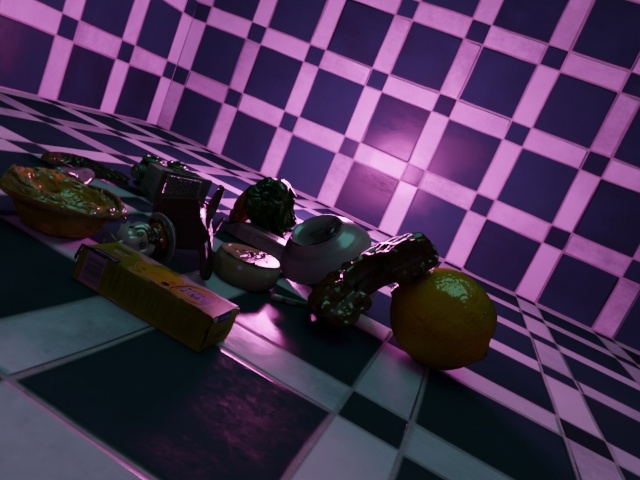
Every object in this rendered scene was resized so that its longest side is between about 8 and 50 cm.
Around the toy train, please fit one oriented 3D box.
[{"bbox_3d":[-0.565,-0.220,1.870,0.201,0.145,0.266,34,15,31],"label":"toy train"}]

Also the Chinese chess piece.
[{"bbox_3d":[-0.203,0.070,1.393,0.188,0.083,0.188,20,12,-4],"label":"Chinese chess piece"}]

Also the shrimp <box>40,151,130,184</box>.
[{"bbox_3d":[-0.822,-0.250,1.741,0.295,0.058,0.169,20,18,2],"label":"shrimp"}]

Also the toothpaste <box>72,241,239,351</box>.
[{"bbox_3d":[-0.329,0.103,0.998,0.327,0.077,0.110,26,9,14],"label":"toothpaste"}]

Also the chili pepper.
[{"bbox_3d":[-0.187,-0.118,1.915,0.167,0.213,0.385,22,-11,13],"label":"chili pepper"}]

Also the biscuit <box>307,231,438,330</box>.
[{"bbox_3d":[0.127,0.100,1.335,0.115,0.366,0.268,61,-13,-7],"label":"biscuit"}]

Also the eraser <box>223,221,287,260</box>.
[{"bbox_3d":[-0.178,0.011,1.773,0.351,0.061,0.089,26,12,12],"label":"eraser"}]

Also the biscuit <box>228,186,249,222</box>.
[{"bbox_3d":[-0.292,-0.130,1.982,0.050,0.170,0.170,36,14,14],"label":"biscuit"}]

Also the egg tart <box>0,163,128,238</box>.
[{"bbox_3d":[-0.615,-0.087,1.207,0.288,0.119,0.288,21,10,-4],"label":"egg tart"}]

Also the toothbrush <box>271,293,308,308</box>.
[{"bbox_3d":[-0.021,0.184,1.390,0.257,0.018,0.024,18,18,-27],"label":"toothbrush"}]

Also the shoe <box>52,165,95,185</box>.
[{"bbox_3d":[-0.751,-0.178,1.529,0.078,0.079,0.195,60,6,3],"label":"shoe"}]

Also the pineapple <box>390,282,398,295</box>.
[{"bbox_3d":[0.362,0.210,1.888,0.140,0.164,0.250,61,-3,-27],"label":"pineapple"}]

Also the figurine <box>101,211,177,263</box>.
[{"bbox_3d":[-0.441,0.004,1.191,0.132,0.132,0.153,30,26,32],"label":"figurine"}]

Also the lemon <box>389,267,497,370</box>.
[{"bbox_3d":[0.327,0.207,1.341,0.293,0.293,0.293,22,11,-5],"label":"lemon"}]

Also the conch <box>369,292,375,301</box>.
[{"bbox_3d":[0.091,0.106,1.623,0.220,0.195,0.277,-23,62,-24],"label":"conch"}]

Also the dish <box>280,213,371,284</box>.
[{"bbox_3d":[0.000,0.000,1.590,0.316,0.106,0.316,-15,32,10],"label":"dish"}]

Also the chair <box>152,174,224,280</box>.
[{"bbox_3d":[-0.360,-0.037,1.339,0.183,0.176,0.326,2,26,-5],"label":"chair"}]
